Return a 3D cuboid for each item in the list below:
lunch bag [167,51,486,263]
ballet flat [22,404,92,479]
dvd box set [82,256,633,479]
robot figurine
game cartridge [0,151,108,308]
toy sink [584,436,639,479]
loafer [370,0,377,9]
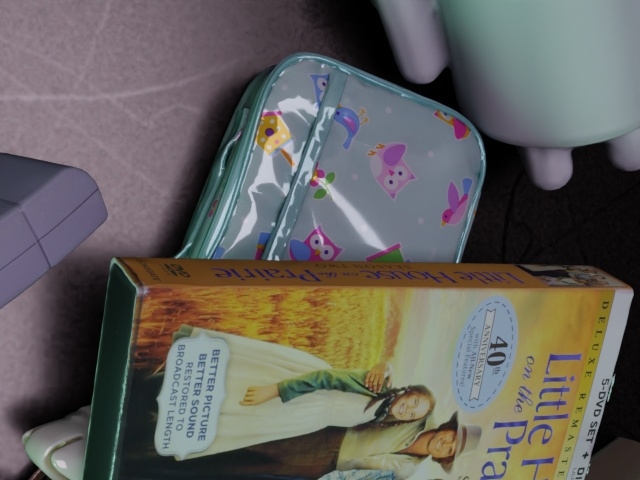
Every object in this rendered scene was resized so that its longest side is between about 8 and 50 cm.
[{"bbox_3d":[0.000,0.000,0.886,0.224,0.108,0.279,22,83,-22],"label":"lunch bag"},{"bbox_3d":[-0.199,0.202,0.800,0.316,0.107,0.106,-50,129,-15],"label":"ballet flat"},{"bbox_3d":[0.031,0.166,0.822,0.420,0.062,0.307,2,108,-29],"label":"dvd box set"},{"bbox_3d":[0.191,-0.217,0.879,0.300,0.200,0.353,-15,124,2],"label":"robot figurine"},{"bbox_3d":[-0.293,0.031,0.689,0.297,0.198,0.062,-38,118,-31],"label":"game cartridge"},{"bbox_3d":[0.306,0.330,1.006,0.153,0.131,0.234,-29,102,-19],"label":"toy sink"},{"bbox_3d":[0.042,-0.255,0.941,0.045,0.039,0.125,-23,102,23],"label":"loafer"}]
